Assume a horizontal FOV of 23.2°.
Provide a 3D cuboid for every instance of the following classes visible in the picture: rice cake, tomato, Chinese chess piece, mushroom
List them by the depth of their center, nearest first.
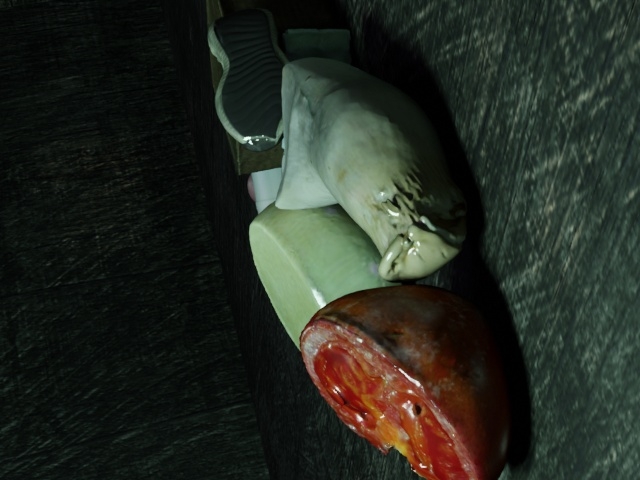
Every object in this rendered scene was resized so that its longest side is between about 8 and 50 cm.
[{"bbox_3d":[0.100,0.121,1.459,0.233,0.139,0.200,34,155,27],"label":"tomato"},{"bbox_3d":[0.047,-0.077,1.573,0.397,0.126,0.177,-141,58,-69],"label":"mushroom"},{"bbox_3d":[0.013,0.059,1.834,0.250,0.101,0.250,55,164,24],"label":"Chinese chess piece"},{"bbox_3d":[-0.008,-0.186,1.961,0.226,0.085,0.040,95,170,-58],"label":"rice cake"}]

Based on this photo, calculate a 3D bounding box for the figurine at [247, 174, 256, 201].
[{"bbox_3d":[-0.088,-0.092,2.597,0.083,0.067,0.071,63,-148,-64],"label":"figurine"}]

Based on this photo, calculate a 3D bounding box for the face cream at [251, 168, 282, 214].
[{"bbox_3d":[-0.063,-0.062,2.437,0.077,0.077,0.250,180,81,-81],"label":"face cream"}]

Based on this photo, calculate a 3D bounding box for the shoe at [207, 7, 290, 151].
[{"bbox_3d":[-0.072,-0.174,1.846,0.112,0.099,0.228,72,-176,-50],"label":"shoe"}]

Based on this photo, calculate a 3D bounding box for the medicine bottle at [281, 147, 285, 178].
[{"bbox_3d":[0.008,-0.106,1.876,0.168,0.105,0.105,108,151,-71],"label":"medicine bottle"}]

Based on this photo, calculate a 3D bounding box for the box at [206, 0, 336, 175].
[{"bbox_3d":[-0.067,-0.244,2.076,0.273,0.143,0.184,90,166,-51],"label":"box"}]
